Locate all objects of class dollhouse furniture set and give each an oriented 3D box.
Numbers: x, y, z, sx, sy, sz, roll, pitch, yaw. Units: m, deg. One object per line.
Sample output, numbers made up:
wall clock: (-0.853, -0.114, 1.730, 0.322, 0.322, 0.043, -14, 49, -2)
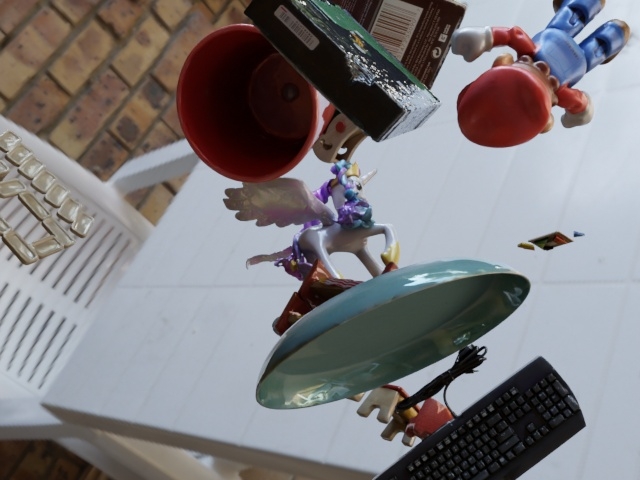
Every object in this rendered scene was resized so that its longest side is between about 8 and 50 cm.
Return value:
dollhouse furniture set: (0.118, 0.206, 1.303, 0.201, 0.374, 0.152, 3, 51, 49)

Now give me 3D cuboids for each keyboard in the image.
keyboard: (0.209, 0.276, 1.116, 0.317, 0.033, 0.201, -38, 63, 2)

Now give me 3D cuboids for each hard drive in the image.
hard drive: (0.048, -0.246, 1.063, 0.064, 0.237, 0.339, -46, -3, 21)

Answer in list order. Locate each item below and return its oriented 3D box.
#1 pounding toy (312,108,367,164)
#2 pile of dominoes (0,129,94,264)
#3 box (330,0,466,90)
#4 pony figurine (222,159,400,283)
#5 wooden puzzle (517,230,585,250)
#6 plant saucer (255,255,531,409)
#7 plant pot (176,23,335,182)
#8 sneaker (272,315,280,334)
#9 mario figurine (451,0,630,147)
pounding toy: (0.036, -0.275, 1.875, 0.270, 0.155, 0.154, -18, 76, 34)
pile of dominoes: (-0.491, -0.069, 1.209, 0.040, 0.251, 0.196, -45, -5, 25)
box: (0.112, -0.384, 1.328, 0.203, 0.167, 0.168, 56, 131, 49)
pony figurine: (0.000, 0.000, 1.625, 0.351, 0.302, 0.363, -16, 57, -4)
wooden puzzle: (0.463, 0.003, 1.523, 0.116, 0.079, 0.014, -28, 56, 46)
plant saucer: (0.074, 0.099, 0.825, 0.318, 0.318, 0.043, -31, 66, 18)
plant pot: (-0.095, -0.264, 1.420, 0.275, 0.274, 0.243, -28, 5, 24)
sneaker: (-0.028, 0.204, 1.540, 0.152, 0.061, 0.053, 29, 74, 32)
mario figurine: (0.303, -0.244, 1.117, 0.198, 0.170, 0.320, 37, 62, 25)
